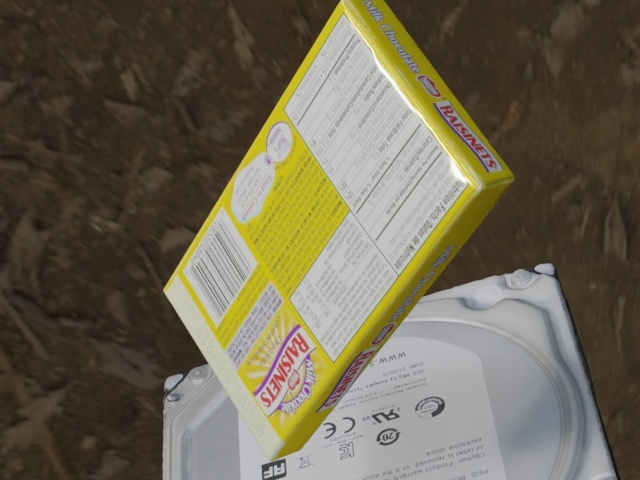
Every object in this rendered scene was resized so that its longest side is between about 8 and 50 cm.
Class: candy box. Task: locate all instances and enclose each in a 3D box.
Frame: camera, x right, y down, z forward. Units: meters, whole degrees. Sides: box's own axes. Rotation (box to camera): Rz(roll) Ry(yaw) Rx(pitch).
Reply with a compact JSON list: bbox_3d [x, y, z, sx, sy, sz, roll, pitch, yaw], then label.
[{"bbox_3d":[0.000,0.000,0.745,0.105,0.027,0.206,55,136,20],"label":"candy box"}]

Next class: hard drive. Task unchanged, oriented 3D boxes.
[{"bbox_3d":[0.038,0.160,0.826,0.237,0.064,0.339,-17,36,8],"label":"hard drive"}]
